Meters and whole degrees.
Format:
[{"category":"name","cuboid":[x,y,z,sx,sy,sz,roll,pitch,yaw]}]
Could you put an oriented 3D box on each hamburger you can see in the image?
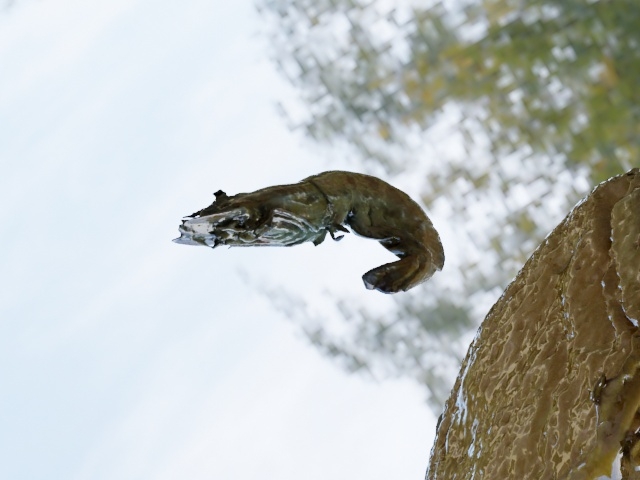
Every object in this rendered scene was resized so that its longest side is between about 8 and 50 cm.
[{"category":"hamburger","cuboid":[0.157,0.116,1.035,0.319,0.158,0.318,-61,-175,10]}]

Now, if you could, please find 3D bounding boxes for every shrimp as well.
[{"category":"shrimp","cuboid":[0.000,0.000,1.813,0.296,0.058,0.169,-14,-133,-43]}]
